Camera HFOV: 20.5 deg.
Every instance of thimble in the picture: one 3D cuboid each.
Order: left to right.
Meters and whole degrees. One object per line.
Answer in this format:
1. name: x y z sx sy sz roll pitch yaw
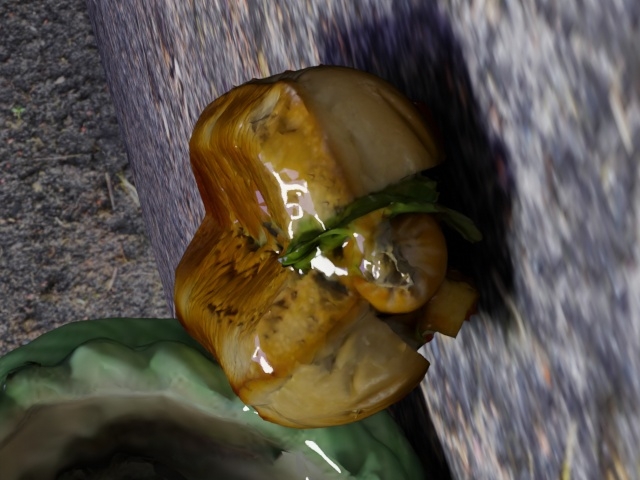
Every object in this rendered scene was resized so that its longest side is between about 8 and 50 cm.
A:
1. thimble: -0.054 0.137 0.649 0.150 0.219 0.219 94 160 -71

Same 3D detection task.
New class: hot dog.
1. hot dog: 0.000 0.000 0.533 0.250 0.076 0.104 -174 89 -78
